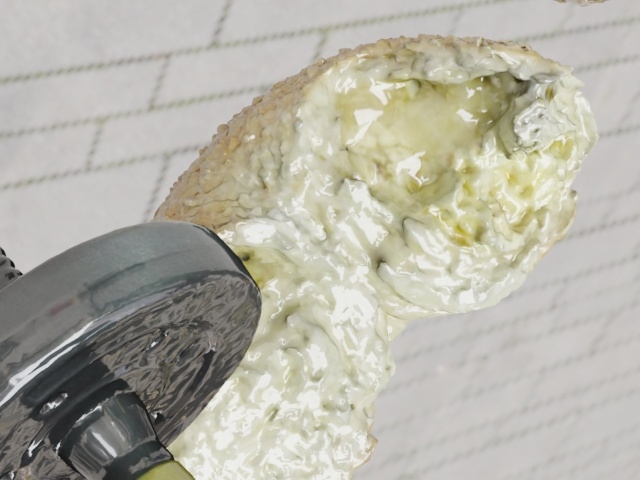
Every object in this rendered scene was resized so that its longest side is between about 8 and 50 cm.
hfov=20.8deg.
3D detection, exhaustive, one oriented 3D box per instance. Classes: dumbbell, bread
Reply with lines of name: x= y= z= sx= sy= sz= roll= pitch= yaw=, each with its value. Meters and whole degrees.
dumbbell: x=-0.037 y=0.102 z=0.557 sx=0.143 sy=0.325 sz=0.143 roll=-35 pitch=160 yaw=-15
bread: x=0.001 y=-0.004 z=0.982 sx=0.314 sy=0.192 sz=0.171 roll=-46 pitch=112 yaw=3

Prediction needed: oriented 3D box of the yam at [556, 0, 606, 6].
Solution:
yam: x=0.178 y=-0.278 z=1.398 sx=0.128 sy=0.129 sz=0.238 roll=-46 pitch=145 yaw=14
